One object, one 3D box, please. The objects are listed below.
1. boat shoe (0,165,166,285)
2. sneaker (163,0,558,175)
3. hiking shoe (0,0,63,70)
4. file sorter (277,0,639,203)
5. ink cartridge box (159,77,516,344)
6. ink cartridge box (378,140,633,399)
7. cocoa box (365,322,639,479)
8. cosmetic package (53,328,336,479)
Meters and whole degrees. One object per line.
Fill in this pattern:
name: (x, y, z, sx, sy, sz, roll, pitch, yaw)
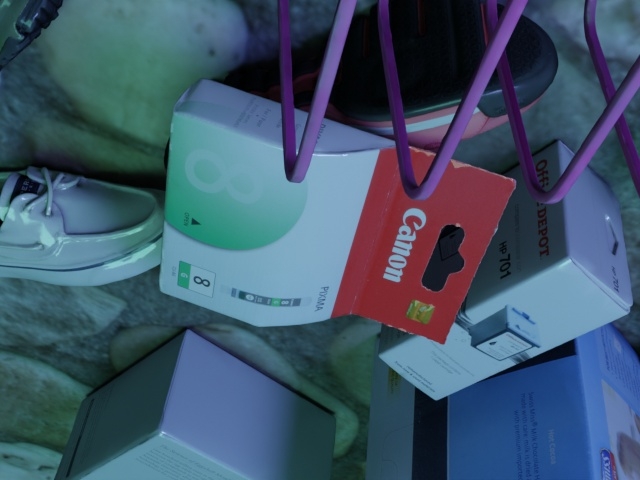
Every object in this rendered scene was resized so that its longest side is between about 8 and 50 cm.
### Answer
boat shoe: (-0.248, -0.024, 0.788, 0.267, 0.096, 0.088, 2, 142, 19)
sneaker: (0.036, -0.085, 0.682, 0.313, 0.116, 0.136, -13, 143, 30)
hiking shoe: (-0.293, -0.160, 0.669, 0.226, 0.086, 0.114, -31, 111, 27)
file sorter: (0.127, -0.131, 0.454, 0.290, 0.202, 0.182, 4, 143, -11)
ink cartridge box: (0.000, 0.000, 0.632, 0.224, 0.056, 0.181, 20, 135, 6)
ink cartridge box: (0.147, 0.028, 0.740, 0.082, 0.140, 0.190, 37, 130, -24)
cocoa box: (0.192, 0.248, 0.814, 0.228, 0.347, 0.231, -25, 128, 30)
cosmetic package: (-0.140, 0.245, 1.015, 0.224, 0.138, 0.224, 36, 132, -26)
